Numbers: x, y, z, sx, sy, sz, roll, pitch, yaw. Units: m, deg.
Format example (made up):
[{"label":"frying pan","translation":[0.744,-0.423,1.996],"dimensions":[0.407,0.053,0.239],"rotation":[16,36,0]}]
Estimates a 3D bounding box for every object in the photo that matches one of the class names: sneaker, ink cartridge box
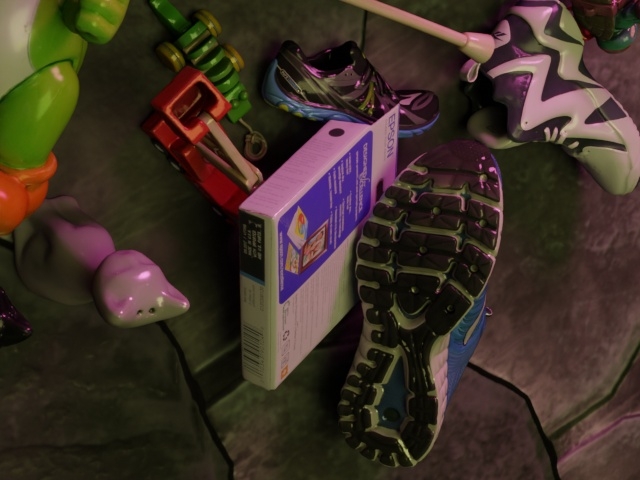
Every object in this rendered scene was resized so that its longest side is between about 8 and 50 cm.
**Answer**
[{"label":"sneaker","translation":[0.218,-0.111,1.503],"dimensions":[0.153,0.094,0.235],"rotation":[-39,120,-15]},{"label":"sneaker","translation":[0.037,-0.142,1.397],"dimensions":[0.188,0.067,0.078],"rotation":[10,105,-30]},{"label":"ink cartridge box","translation":[0.000,0.000,1.374],"dimensions":[0.208,0.045,0.206],"rotation":[-43,146,-40]},{"label":"sneaker","translation":[0.101,0.049,1.454],"dimensions":[0.147,0.130,0.330],"rotation":[-49,157,-62]}]

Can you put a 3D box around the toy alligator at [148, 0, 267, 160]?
[{"label":"toy alligator","translation":[-0.088,-0.140,1.331],"dimensions":[0.056,0.051,0.189],"rotation":[-42,121,-14]}]

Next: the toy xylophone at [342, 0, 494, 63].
[{"label":"toy xylophone","translation":[0.098,-0.305,1.379],"dimensions":[0.323,0.081,0.236],"rotation":[22,92,-34]}]

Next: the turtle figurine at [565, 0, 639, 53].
[{"label":"turtle figurine","translation":[0.294,-0.255,1.453],"dimensions":[0.118,0.175,0.234],"rotation":[-36,142,-11]}]

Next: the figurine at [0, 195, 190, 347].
[{"label":"figurine","translation":[-0.233,0.035,1.197],"dimensions":[0.215,0.209,0.092],"rotation":[-8,108,-30]}]

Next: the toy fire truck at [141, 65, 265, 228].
[{"label":"toy fire truck","translation":[-0.089,-0.073,1.299],"dimensions":[0.047,0.135,0.192],"rotation":[-48,122,-11]}]

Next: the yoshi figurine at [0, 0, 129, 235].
[{"label":"yoshi figurine","translation":[-0.224,-0.189,1.089],"dimensions":[0.204,0.203,0.362],"rotation":[17,113,-28]}]
